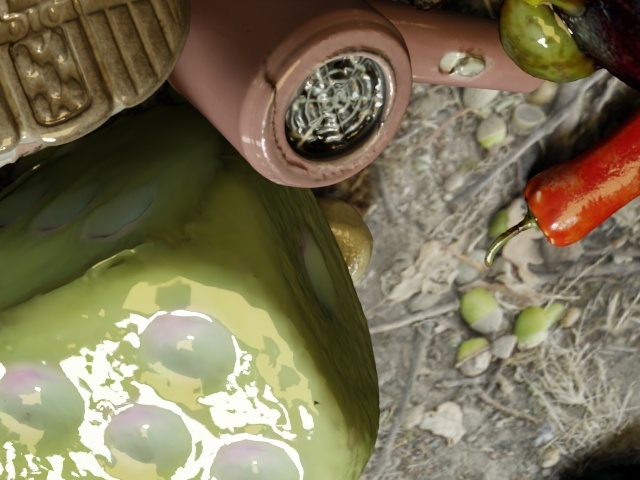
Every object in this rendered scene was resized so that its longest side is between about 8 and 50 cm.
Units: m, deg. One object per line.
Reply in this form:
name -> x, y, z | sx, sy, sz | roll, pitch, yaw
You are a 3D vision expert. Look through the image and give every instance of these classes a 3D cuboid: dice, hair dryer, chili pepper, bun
dice -> -0.112, 0.065, 1.140 | 0.249, 0.252, 0.254 | -21, 117, 11
hair dryer -> 0.050, -0.132, 1.119 | 0.352, 0.210, 0.125 | 1, 122, -37
chili pepper -> 0.238, -0.064, 1.310 | 0.272, 0.063, 0.071 | -41, 140, 11
bun -> 0.000, 0.000, 1.282 | 0.086, 0.055, 0.086 | -1, 130, -1

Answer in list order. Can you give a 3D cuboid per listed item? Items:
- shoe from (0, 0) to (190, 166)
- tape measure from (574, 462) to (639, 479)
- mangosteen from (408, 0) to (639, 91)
shoe -> -0.253, -0.115, 1.025 | 0.351, 0.198, 0.172 | -12, 86, 0
tape measure -> 0.301, 0.306, 1.559 | 0.199, 0.112, 0.186 | -1, 106, -5
mangosteen -> 0.241, -0.222, 1.027 | 0.330, 0.330, 0.330 | -9, 129, -12
